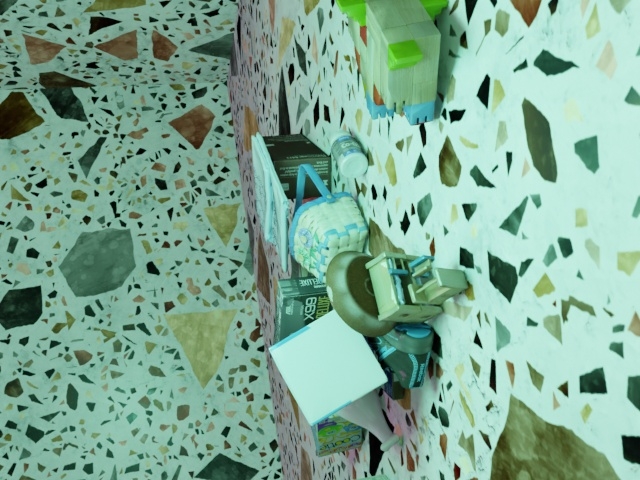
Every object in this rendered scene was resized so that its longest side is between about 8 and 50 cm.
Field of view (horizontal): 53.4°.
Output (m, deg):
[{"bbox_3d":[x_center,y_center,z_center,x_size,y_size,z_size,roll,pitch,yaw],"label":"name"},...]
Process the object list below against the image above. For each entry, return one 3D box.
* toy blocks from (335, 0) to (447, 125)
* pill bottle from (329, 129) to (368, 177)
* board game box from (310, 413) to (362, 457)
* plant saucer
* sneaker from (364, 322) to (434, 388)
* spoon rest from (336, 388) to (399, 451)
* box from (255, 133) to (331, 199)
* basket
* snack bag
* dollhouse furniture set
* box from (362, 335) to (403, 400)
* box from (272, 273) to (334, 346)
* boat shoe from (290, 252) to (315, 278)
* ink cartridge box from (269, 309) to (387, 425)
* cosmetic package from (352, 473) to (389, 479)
[{"bbox_3d":[0.140,-0.368,1.285,0.261,0.190,0.381,84,172,-49],"label":"toy blocks"},{"bbox_3d":[0.072,-0.235,1.711,0.137,0.078,0.078,-113,22,-47],"label":"pill bottle"},{"bbox_3d":[0.042,0.519,1.912,0.275,0.142,0.144,89,167,-51],"label":"board game box"},{"bbox_3d":[0.101,0.103,1.336,0.036,0.198,0.199,-37,56,44],"label":"plant saucer"},{"bbox_3d":[0.149,0.233,1.489,0.341,0.125,0.140,-149,61,-72],"label":"sneaker"},{"bbox_3d":[0.119,0.460,1.719,0.276,0.137,0.084,47,174,44],"label":"spoon rest"},{"bbox_3d":[-0.106,-0.257,2.158,0.381,0.191,0.143,-127,34,-62],"label":"box"},{"bbox_3d":[0.001,-0.047,1.807,0.255,0.201,0.289,97,151,-42],"label":"basket"},{"bbox_3d":[-0.156,-0.108,1.968,0.323,0.037,0.343,94,159,-46],"label":"snack bag"},{"bbox_3d":[0.209,0.073,1.284,0.183,0.129,0.129,-39,54,44],"label":"dollhouse furniture set"},{"bbox_3d":[0.159,0.313,1.670,0.225,0.036,0.136,-155,61,-71],"label":"box"},{"bbox_3d":[-0.011,0.233,1.885,0.076,0.242,0.307,-111,22,-46],"label":"box"},{"bbox_3d":[-0.033,0.143,2.162,0.132,0.130,0.355,-134,46,-62],"label":"boat shoe"},{"bbox_3d":[0.021,0.295,1.514,0.197,0.198,0.270,59,176,10],"label":"ink cartridge box"},{"bbox_3d":[0.062,0.734,1.686,0.153,0.296,0.129,-158,65,-74],"label":"cosmetic package"}]
